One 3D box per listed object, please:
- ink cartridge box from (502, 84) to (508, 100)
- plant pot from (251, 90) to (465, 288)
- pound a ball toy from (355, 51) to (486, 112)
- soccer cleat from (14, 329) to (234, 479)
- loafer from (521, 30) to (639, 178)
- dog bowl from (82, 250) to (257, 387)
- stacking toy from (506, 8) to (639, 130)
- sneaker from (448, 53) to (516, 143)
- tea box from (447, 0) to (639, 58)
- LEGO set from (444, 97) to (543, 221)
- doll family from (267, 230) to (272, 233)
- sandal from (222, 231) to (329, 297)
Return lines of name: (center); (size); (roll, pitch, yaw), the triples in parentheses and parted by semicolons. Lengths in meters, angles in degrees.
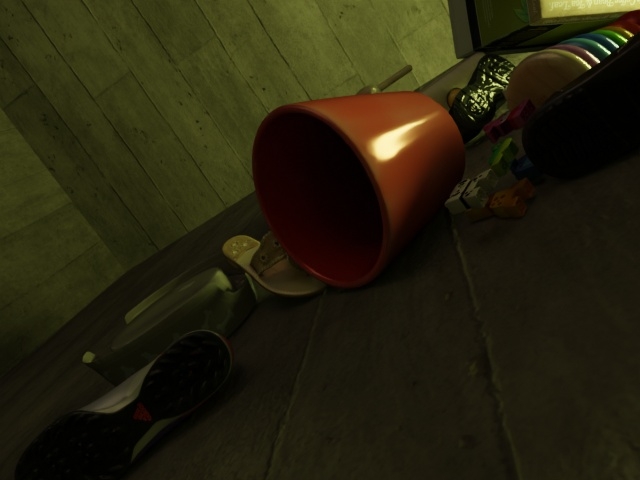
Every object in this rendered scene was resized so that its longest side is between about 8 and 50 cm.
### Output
ink cartridge box: (0.437, -0.308, 1.136); (0.115, 0.067, 0.198); (-43, 14, -36)
plant pot: (0.072, -0.102, 0.886); (0.243, 0.275, 0.275); (-30, 8, -35)
pound a ball toy: (0.267, -0.346, 1.394); (0.319, 0.208, 0.135); (-37, 12, -17)
soccer cleat: (-0.250, 0.237, 0.786); (0.318, 0.109, 0.116); (-37, -8, -7)
loafer: (0.407, -0.207, 0.672); (0.365, 0.134, 0.130); (-25, 15, 35)
dog bowl: (-0.270, 0.153, 1.110); (0.348, 0.102, 0.349); (-31, 13, 8)
stacking toy: (0.435, -0.279, 0.911); (0.330, 0.141, 0.141); (-36, 12, -30)
sneaker: (0.337, -0.299, 1.257); (0.286, 0.109, 0.130); (-43, -8, -33)
tea box: (0.528, -0.589, 1.386); (0.328, 0.220, 0.323); (-12, 6, -21)
LEGO set: (0.230, -0.081, 0.779); (0.093, 0.087, 0.227); (-24, 22, 49)
doll family: (-0.066, -0.038, 1.396); (0.192, 0.076, 0.111); (-24, 10, 18)
sandal: (-0.090, 0.021, 0.971); (0.240, 0.079, 0.088); (19, 51, 40)
